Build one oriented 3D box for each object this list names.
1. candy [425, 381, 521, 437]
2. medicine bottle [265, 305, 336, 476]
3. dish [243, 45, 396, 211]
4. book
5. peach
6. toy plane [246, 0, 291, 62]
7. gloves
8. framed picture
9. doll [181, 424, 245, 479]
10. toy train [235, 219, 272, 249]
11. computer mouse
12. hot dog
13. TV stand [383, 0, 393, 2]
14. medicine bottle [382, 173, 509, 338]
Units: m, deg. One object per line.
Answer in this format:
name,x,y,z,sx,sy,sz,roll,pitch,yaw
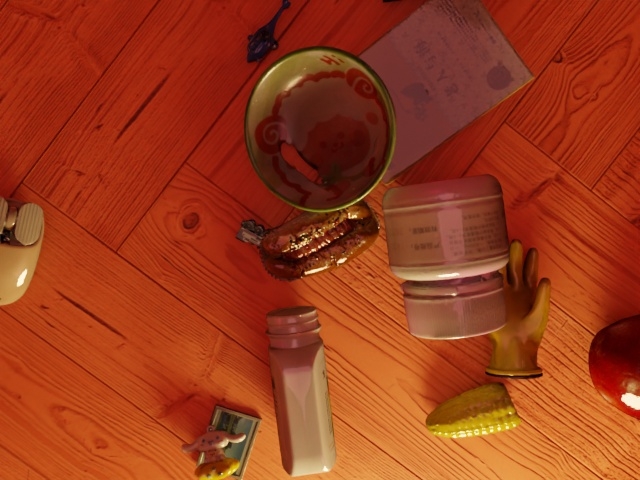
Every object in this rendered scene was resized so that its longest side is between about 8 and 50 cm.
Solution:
candy,0.329,0.383,1.283,0.199,0.094,0.106,-18,99,5
medicine bottle,-0.042,0.304,1.220,0.124,0.179,0.323,-8,92,-1
dish,0.013,-0.227,1.202,0.325,0.124,0.323,5,104,22
book,0.219,-0.335,1.244,0.389,0.032,0.268,-37,94,7
peach,0.695,0.262,1.235,0.244,0.199,0.243,0,83,-2
toy plane,-0.112,-0.451,1.244,0.062,0.054,0.167,35,92,22
gloves,0.416,0.144,1.274,0.133,0.116,0.294,0,87,-9
framed picture,-0.205,0.451,1.307,0.109,0.011,0.148,18,92,-3
doll,-0.223,0.459,1.276,0.135,0.071,0.113,-34,76,-6
toy train,-0.140,-0.011,1.273,0.083,0.033,0.053,29,97,-4
computer mouse,-0.662,0.024,1.210,0.145,0.082,0.236,17,96,-33
hot dog,0.000,0.000,1.244,0.268,0.075,0.144,-24,104,-8
TV stand,0.261,-0.553,1.248,0.257,0.049,0.040,-8,92,-1
medicine bottle,0.258,0.029,1.184,0.242,0.241,0.301,-8,93,-2
